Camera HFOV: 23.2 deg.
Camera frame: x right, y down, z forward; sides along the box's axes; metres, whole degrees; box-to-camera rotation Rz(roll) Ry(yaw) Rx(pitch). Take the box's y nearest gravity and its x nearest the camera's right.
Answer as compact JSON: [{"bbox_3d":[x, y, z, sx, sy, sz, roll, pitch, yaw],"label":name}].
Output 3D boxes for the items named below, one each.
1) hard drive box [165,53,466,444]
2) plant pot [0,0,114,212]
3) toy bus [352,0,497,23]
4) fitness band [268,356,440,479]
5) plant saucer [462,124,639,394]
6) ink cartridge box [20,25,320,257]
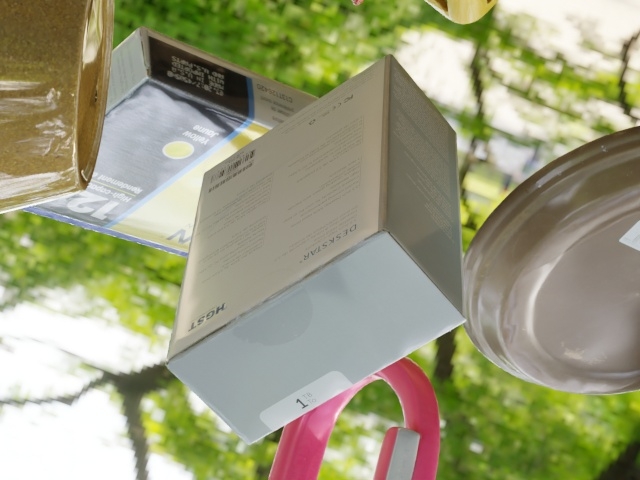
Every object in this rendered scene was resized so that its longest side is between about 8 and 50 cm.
[{"bbox_3d":[0.000,0.000,1.074,0.089,0.181,0.232,48,-155,-24],"label":"hard drive box"},{"bbox_3d":[-0.231,-0.094,0.734,0.254,0.237,0.237,6,179,-1],"label":"plant pot"},{"bbox_3d":[0.130,-0.277,1.400,0.104,0.191,0.202,41,-143,15],"label":"toy bus"},{"bbox_3d":[0.019,0.238,1.430,0.054,0.291,0.209,21,171,-28],"label":"fitness band"},{"bbox_3d":[0.240,0.026,1.168,0.278,0.278,0.041,22,-145,-32],"label":"plant saucer"},{"bbox_3d":[-0.130,-0.052,1.445,0.303,0.072,0.307,17,142,-38],"label":"ink cartridge box"}]
